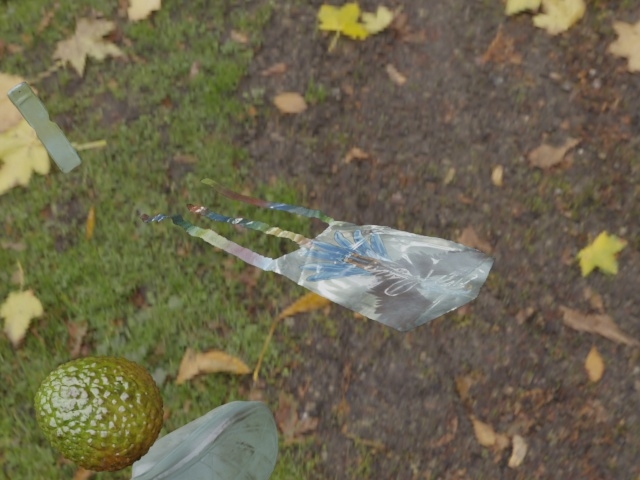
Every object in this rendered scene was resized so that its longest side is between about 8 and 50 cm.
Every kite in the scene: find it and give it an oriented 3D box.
[{"bbox_3d":[0.000,0.002,1.027,0.310,0.015,0.169,22,32,31],"label":"kite"}]

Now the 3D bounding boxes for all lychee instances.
[{"bbox_3d":[-0.208,0.165,1.119,0.114,0.146,0.114,-18,56,28],"label":"lychee"}]

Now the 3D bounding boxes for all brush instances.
[{"bbox_3d":[-0.374,-0.156,1.593,0.033,0.178,0.030,-27,53,-1],"label":"brush"}]

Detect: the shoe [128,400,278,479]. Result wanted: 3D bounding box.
[{"bbox_3d":[-0.152,0.261,1.282,0.251,0.100,0.103,-33,108,-42],"label":"shoe"}]
